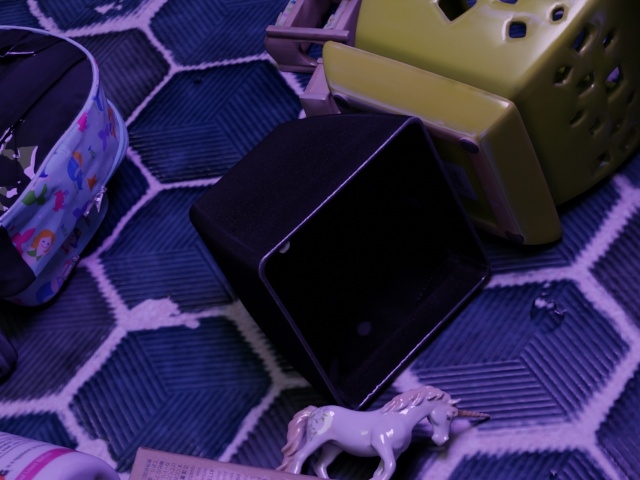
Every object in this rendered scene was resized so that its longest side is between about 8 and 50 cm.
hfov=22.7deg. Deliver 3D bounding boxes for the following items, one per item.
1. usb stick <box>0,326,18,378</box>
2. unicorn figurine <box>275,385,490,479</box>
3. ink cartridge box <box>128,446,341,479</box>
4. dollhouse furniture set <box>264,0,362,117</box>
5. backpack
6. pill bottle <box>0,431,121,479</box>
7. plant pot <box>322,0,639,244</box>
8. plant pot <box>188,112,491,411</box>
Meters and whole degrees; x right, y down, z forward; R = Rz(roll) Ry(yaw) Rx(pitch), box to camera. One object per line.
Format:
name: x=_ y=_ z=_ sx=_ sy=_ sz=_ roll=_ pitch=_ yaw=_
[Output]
usb stick: x=-0.404 y=0.156 z=1.427 sx=0.278 sy=0.077 sz=0.045 roll=-33 pitch=12 yaw=-10
unicorn figurine: x=0.041 y=0.162 z=1.267 sx=0.161 sy=0.060 sz=0.111 roll=10 pitch=64 yaw=17
ink cartridge box: x=-0.070 y=0.282 z=1.159 sx=0.193 sy=0.088 sz=0.235 roll=10 pitch=52 yaw=8
dollhouse furniture set: x=-0.019 y=-0.234 z=1.564 sx=0.101 sy=0.161 sz=0.182 roll=7 pitch=53 yaw=25
backpack: x=-0.307 y=-0.075 z=1.508 sx=0.225 sy=0.191 sz=0.254 roll=14 pitch=64 yaw=26
pill bottle: x=-0.310 y=0.223 z=1.273 sx=0.283 sy=0.160 sz=0.160 roll=9 pitch=54 yaw=26
plant pot: x=0.146 y=-0.138 z=1.388 sx=0.228 sy=0.227 sz=0.207 roll=23 pitch=68 yaw=33
plant pot: x=0.000 y=0.000 z=1.350 sx=0.187 sy=0.188 sz=0.167 roll=-45 pitch=40 yaw=-19
